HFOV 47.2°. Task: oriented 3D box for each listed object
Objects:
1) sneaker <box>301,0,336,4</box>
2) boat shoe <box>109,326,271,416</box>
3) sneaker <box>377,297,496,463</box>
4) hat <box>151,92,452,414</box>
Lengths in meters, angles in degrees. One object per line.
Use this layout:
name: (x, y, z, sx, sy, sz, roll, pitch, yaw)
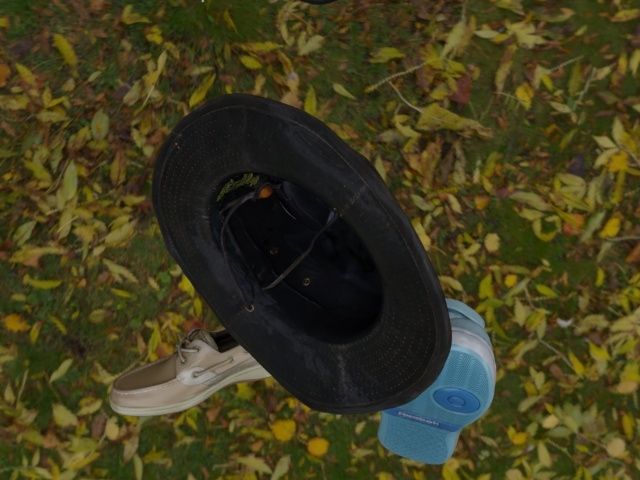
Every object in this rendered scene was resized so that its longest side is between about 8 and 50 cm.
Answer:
sneaker: (-0.031, -0.190, 0.301, 0.130, 0.330, 0.147, 7, 90, 21)
boat shoe: (-0.203, 0.200, 1.267, 0.341, 0.121, 0.110, -17, 116, -15)
sneaker: (0.150, 0.128, 0.901, 0.127, 0.208, 0.319, 19, 147, 6)
hat: (0.000, 0.000, 0.703, 0.331, 0.134, 0.331, 20, 128, 28)
